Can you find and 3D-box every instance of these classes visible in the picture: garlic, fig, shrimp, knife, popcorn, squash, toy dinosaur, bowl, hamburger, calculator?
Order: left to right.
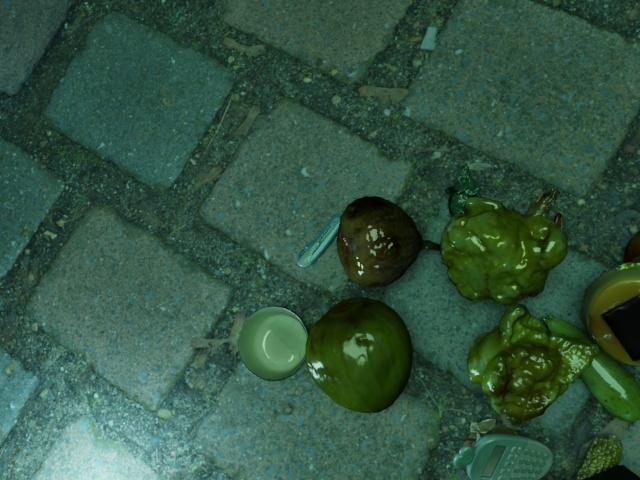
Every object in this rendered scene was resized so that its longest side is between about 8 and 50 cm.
[{"bbox_3d":[-0.136,0.334,1.989,0.238,0.126,0.237,-3,79,14],"label":"bowl"},{"bbox_3d":[0.000,0.000,2.067,0.064,0.031,0.222,40,90,21],"label":"knife"},{"bbox_3d":[0.128,0.349,1.836,0.343,0.343,0.343,-2,79,13],"label":"fig"},{"bbox_3d":[0.239,0.014,1.928,0.369,0.286,0.286,6,79,-22],"label":"fig"},{"bbox_3d":[0.467,-0.093,1.950,0.120,0.079,0.292,-9,90,17],"label":"toy dinosaur"},{"bbox_3d":[0.501,0.601,1.805,0.174,0.099,0.124,-14,95,10],"label":"garlic"},{"bbox_3d":[0.515,0.039,1.783,0.334,0.292,0.293,11,83,3],"label":"popcorn"},{"bbox_3d":[0.522,0.626,1.751,0.295,0.042,0.184,10,116,-10],"label":"calculator"},{"bbox_3d":[0.570,0.326,1.742,0.321,0.290,0.325,-22,98,-8],"label":"popcorn"},{"bbox_3d":[0.690,-0.049,1.897,0.133,0.053,0.236,27,92,21],"label":"shrimp"},{"bbox_3d":[0.789,0.355,1.768,0.118,0.118,0.370,-38,70,5],"label":"squash"},{"bbox_3d":[0.857,0.196,1.653,0.294,0.179,0.276,-40,83,27],"label":"hamburger"}]

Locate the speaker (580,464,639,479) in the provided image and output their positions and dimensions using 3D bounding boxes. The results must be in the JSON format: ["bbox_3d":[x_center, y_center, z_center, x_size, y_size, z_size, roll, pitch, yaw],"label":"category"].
[{"bbox_3d":[0.753,0.764,1.603,0.254,0.184,0.232,-17,103,-9],"label":"speaker"}]

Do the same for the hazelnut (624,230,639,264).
[{"bbox_3d":[0.984,0.048,1.747,0.214,0.176,0.214,0,65,-1],"label":"hazelnut"}]

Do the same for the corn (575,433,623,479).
[{"bbox_3d":[0.764,0.678,1.731,0.086,0.086,0.288,27,89,17],"label":"corn"}]
